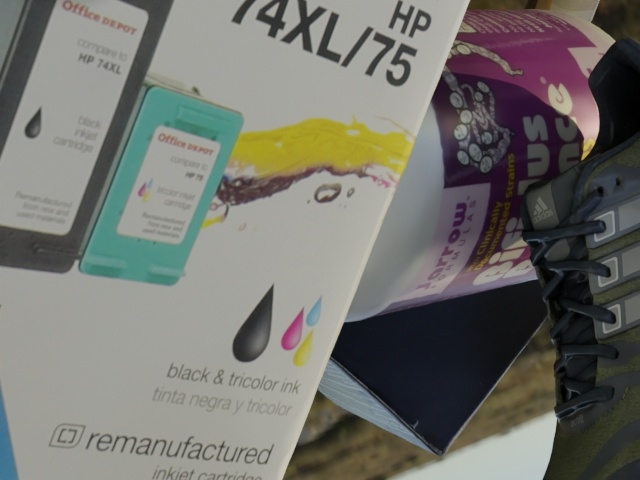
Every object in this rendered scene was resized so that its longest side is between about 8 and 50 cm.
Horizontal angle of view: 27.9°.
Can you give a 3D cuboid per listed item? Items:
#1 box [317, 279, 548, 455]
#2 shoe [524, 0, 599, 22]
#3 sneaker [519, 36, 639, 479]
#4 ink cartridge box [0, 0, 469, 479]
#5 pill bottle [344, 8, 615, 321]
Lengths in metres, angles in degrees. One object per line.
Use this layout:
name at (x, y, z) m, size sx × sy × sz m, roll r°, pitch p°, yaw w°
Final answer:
box at (0.000, 0.000, 1.066) m, size 0.183 × 0.294 × 0.296 m, roll -50°, pitch -168°, yaw -9°
shoe at (0.205, -0.216, 1.015) m, size 0.058 × 0.076 × 0.219 m, roll 17°, pitch 144°, yaw 3°
sneaker at (0.147, 0.028, 0.650) m, size 0.111 × 0.121 × 0.300 m, roll -39°, pitch -156°, yaw 59°
ink cartridge box at (-0.102, -0.056, 0.456) m, size 0.198 × 0.270 × 0.197 m, roll 14°, pitch -169°, yaw -42°
pill bottle at (0.041, -0.045, 0.724) m, size 0.301 × 0.169 × 0.169 m, roll -10°, pitch 164°, yaw -42°
